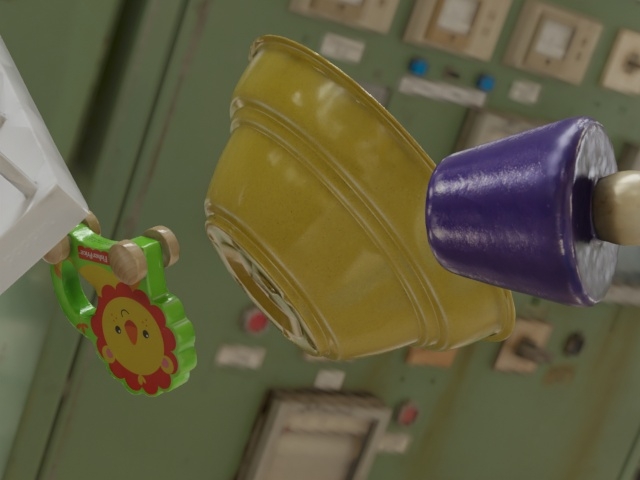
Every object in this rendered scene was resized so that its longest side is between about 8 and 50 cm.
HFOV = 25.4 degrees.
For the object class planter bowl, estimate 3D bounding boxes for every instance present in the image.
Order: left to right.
[{"bbox_3d":[0.000,0.000,0.784,0.217,0.090,0.217,46,-14,15],"label":"planter bowl"}]

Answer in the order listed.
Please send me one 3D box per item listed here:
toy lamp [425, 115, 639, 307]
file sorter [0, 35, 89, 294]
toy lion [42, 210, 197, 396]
[{"bbox_3d":[0.173,-0.011,0.531,0.274,0.080,0.080,1,5,29],"label":"toy lamp"},{"bbox_3d":[-0.251,-0.058,0.584,0.173,0.193,0.278,45,4,-36],"label":"file sorter"},{"bbox_3d":[-0.110,0.037,0.780,0.100,0.096,0.034,13,27,38],"label":"toy lion"}]
